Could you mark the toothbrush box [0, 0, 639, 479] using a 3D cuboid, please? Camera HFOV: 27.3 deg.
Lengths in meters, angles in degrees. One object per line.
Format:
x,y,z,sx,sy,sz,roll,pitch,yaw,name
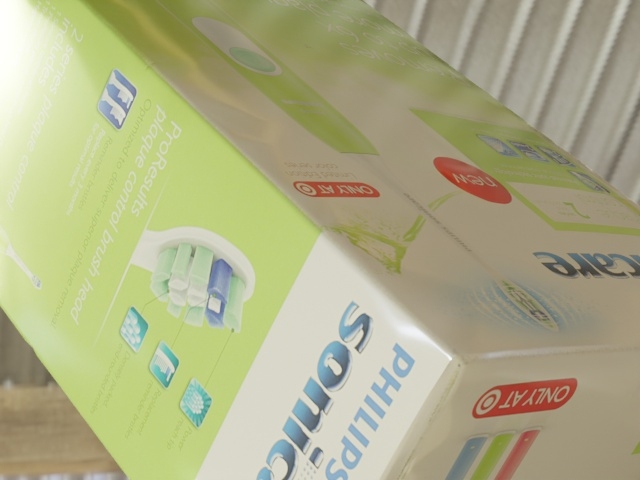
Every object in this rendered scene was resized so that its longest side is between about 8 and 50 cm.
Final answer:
0.000,0.000,0.502,0.206,0.283,0.122,2,-56,-45,toothbrush box
